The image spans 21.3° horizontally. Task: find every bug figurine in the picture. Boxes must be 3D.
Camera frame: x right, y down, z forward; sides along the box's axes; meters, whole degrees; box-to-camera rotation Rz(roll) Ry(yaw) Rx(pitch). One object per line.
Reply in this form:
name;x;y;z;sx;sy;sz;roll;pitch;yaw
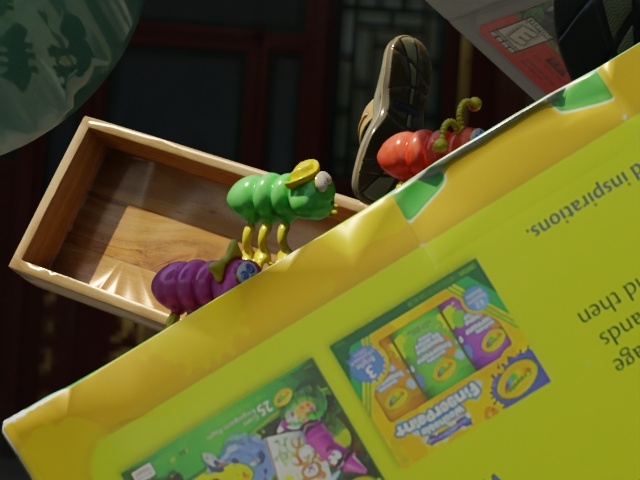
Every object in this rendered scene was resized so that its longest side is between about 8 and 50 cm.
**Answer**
bug figurine;0.000;0.000;1.138;0.216;0.072;0.279;-6;31;33

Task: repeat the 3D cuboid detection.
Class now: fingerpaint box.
fingerpaint box;0.166;0.118;0.691;0.445;0.371;0.163;-32;-8;4

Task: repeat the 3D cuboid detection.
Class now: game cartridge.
game cartridge;0.229;-0.169;1.335;0.196;0.060;0.294;-20;-45;41

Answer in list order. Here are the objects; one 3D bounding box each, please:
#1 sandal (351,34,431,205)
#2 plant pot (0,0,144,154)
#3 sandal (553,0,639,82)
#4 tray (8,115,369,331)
sandal;0.065;-0.116;1.682;0.072;0.180;0.049;23;-20;-35
plant pot;-0.258;-0.213;1.004;0.293;0.293;0.235;4;-14;2
sandal;0.248;-0.094;1.154;0.120;0.302;0.086;-18;5;31
tray;-0.133;0.011;1.922;0.411;0.203;0.076;18;-14;27
